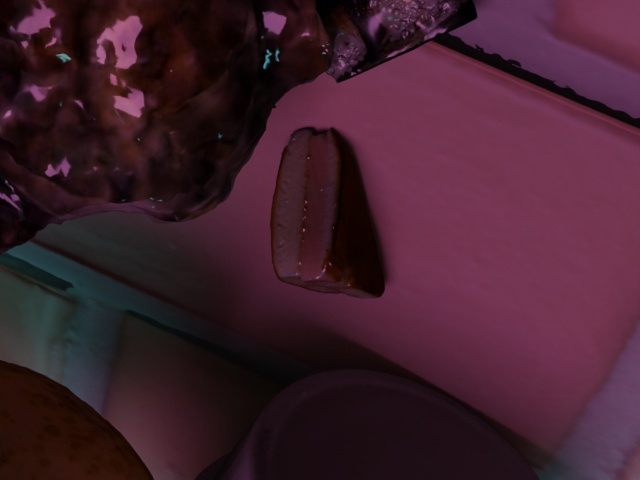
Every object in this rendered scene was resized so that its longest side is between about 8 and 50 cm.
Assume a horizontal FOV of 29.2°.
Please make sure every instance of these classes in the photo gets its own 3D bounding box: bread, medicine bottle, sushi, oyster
[{"bbox_3d":[0.000,0.000,0.652,0.043,0.062,0.109,1,124,25],"label":"bread"},{"bbox_3d":[-0.011,0.249,0.738,0.245,0.245,0.306,30,124,-1],"label":"medicine bottle"},{"bbox_3d":[0.032,-0.109,0.570,0.083,0.044,0.046,-21,95,34],"label":"sushi"},{"bbox_3d":[-0.102,-0.120,0.516,0.275,0.100,0.271,-39,126,5],"label":"oyster"}]

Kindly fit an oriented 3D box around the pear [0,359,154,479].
[{"bbox_3d":[-0.203,0.178,0.608,0.271,0.271,0.271,12,131,15],"label":"pear"}]
